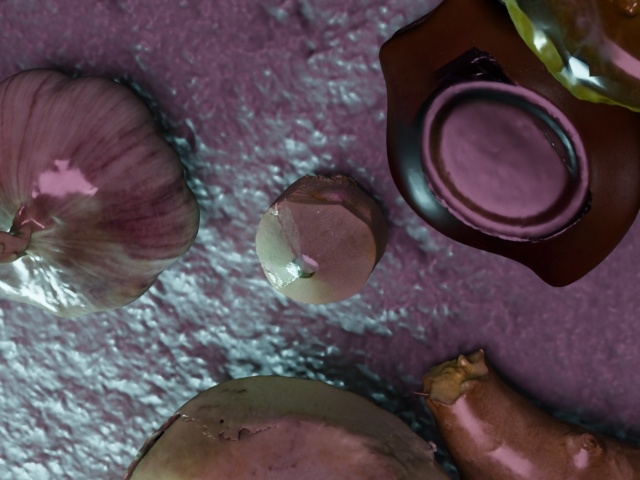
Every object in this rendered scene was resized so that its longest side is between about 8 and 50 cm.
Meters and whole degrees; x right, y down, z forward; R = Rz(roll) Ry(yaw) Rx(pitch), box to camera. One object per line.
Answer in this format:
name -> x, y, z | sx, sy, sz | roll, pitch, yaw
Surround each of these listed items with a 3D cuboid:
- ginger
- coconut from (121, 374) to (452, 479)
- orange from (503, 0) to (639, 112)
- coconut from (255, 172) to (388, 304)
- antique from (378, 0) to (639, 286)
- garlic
ginger -> 0.263, 0.255, 1.506 | 0.375, 0.166, 0.236 | 35, 154, 24
coconut -> -0.034, 0.299, 1.480 | 0.353, 0.352, 0.352 | 5, 112, 12
orange -> 0.323, -0.246, 1.215 | 0.369, 0.210, 0.270 | -17, 83, 18
coconut -> 0.000, 0.000, 1.440 | 0.116, 0.122, 0.116 | 5, 113, 12
antique -> 0.169, -0.090, 1.362 | 0.223, 0.129, 0.278 | -28, 100, 24
garlic -> -0.260, -0.027, 1.428 | 0.245, 0.253, 0.245 | 8, 112, 20
